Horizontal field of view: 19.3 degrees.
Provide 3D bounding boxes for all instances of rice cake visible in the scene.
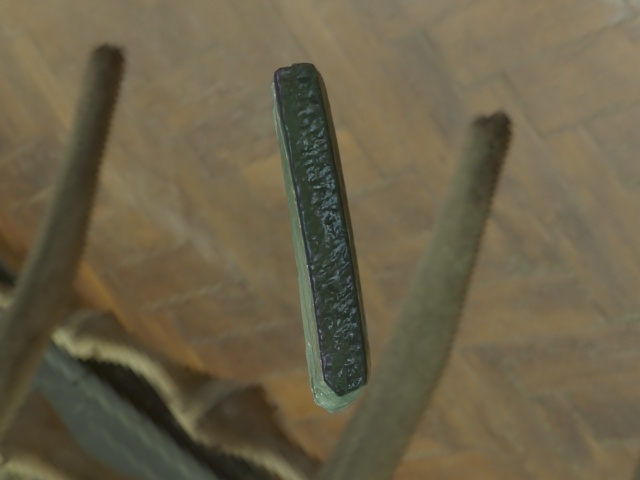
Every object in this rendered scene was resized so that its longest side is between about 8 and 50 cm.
[{"bbox_3d":[0.000,-0.001,1.227,0.080,0.042,0.222,91,170,-77],"label":"rice cake"}]
